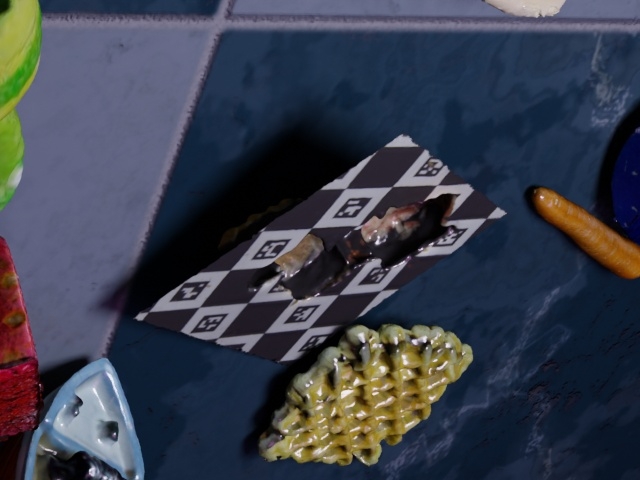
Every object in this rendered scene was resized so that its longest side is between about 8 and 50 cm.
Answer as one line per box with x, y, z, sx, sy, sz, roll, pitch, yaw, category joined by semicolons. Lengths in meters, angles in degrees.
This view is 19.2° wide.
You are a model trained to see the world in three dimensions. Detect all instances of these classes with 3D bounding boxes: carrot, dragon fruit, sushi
0.290;-0.008;2.037;0.043;0.043;0.248;-50;140;9;carrot
-0.294;0.089;1.520;0.262;0.163;0.189;105;-3;-69;dragon fruit
0.000;0.000;1.764;0.292;0.059;0.294;-35;155;13;sushi

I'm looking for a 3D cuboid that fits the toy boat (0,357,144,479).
-0.200;0.246;1.622;0.133;0.332;0.145;-27;136;24;toy boat

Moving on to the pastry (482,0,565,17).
0.190;-0.276;1.645;0.165;0.088;0.166;-23;138;-22;pastry

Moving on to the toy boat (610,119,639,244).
0.418;-0.089;2.070;0.318;0.072;0.219;-1;124;-53;toy boat

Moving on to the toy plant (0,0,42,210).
-0.299;-0.075;1.348;0.224;0.184;0.316;-41;158;-33;toy plant

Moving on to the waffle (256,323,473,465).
0.047;0.155;1.961;0.223;0.054;0.204;10;130;-47;waffle
